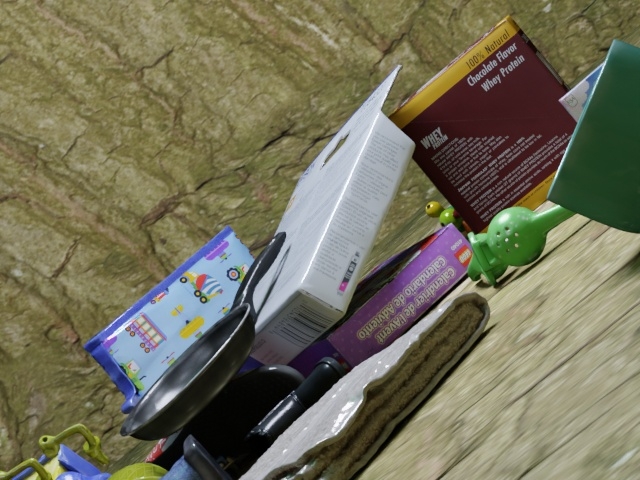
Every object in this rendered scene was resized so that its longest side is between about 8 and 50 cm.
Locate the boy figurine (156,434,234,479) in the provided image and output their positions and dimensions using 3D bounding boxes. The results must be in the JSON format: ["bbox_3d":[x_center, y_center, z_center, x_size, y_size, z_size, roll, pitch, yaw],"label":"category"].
[{"bbox_3d":[-0.206,0.304,1.771,0.285,0.092,0.177,-41,2,-7],"label":"boy figurine"}]

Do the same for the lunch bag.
[{"bbox_3d":[-0.172,0.158,2.604,0.293,0.221,0.138,-41,2,-42],"label":"lunch bag"}]

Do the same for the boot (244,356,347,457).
[{"bbox_3d":[-0.026,0.176,1.924,0.099,0.045,0.121,-38,-6,-28],"label":"boot"}]

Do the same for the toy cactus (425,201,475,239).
[{"bbox_3d":[0.195,-0.054,2.438,0.180,0.112,0.219,-52,2,43],"label":"toy cactus"}]

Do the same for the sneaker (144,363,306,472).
[{"bbox_3d":[-0.099,0.198,2.104,0.270,0.090,0.145,-42,5,28],"label":"sneaker"}]

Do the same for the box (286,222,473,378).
[{"bbox_3d":[0.056,0.089,2.173,0.201,0.057,0.293,-43,2,-18],"label":"box"}]

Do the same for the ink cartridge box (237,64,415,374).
[{"bbox_3d":[0.000,0.000,2.181,0.330,0.071,0.324,-64,9,-30],"label":"ink cartridge box"}]

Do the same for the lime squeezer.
[{"bbox_3d":[0.187,-0.005,1.804,0.110,0.059,0.310,-42,1,-34],"label":"lime squeezer"}]

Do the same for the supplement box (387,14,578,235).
[{"bbox_3d":[0.212,-0.133,2.223,0.191,0.194,0.129,-40,2,12],"label":"supplement box"}]

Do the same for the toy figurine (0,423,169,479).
[{"bbox_3d":[-0.301,0.269,1.998,0.362,0.191,0.217,-38,22,22],"label":"toy figurine"}]

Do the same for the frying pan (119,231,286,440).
[{"bbox_3d":[-0.126,0.122,2.071,0.197,0.053,0.326,-41,8,24],"label":"frying pan"}]

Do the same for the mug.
[{"bbox_3d":[0.241,-0.081,1.375,0.129,0.097,0.157,103,-168,-60],"label":"mug"}]

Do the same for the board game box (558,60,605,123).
[{"bbox_3d":[0.317,-0.145,1.990,0.090,0.090,0.020,-41,2,-3],"label":"board game box"}]

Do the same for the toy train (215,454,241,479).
[{"bbox_3d":[-0.150,0.282,2.001,0.158,0.036,0.027,-40,2,-6],"label":"toy train"}]

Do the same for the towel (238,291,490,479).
[{"bbox_3d":[0.018,0.152,1.554,0.187,0.049,0.282,-38,3,42],"label":"towel"}]
